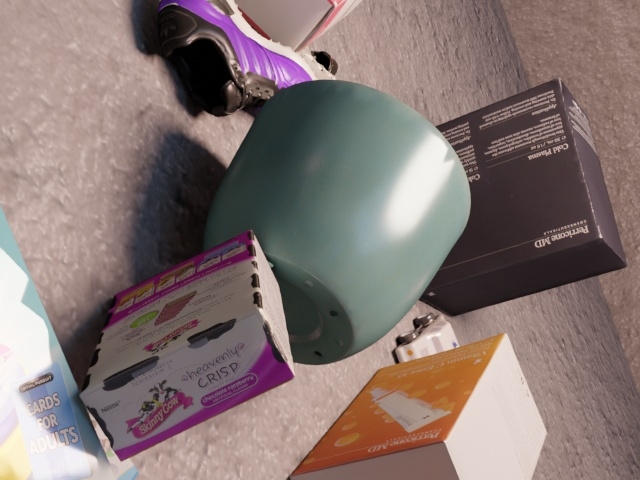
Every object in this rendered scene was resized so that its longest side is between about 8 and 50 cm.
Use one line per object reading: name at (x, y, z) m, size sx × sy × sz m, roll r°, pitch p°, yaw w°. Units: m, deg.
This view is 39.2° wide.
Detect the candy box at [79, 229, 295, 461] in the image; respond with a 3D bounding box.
candy box at (-0.114, 0.082, 0.804) m, size 0.233 × 0.159 × 0.071 m, roll -108°, pitch 172°, yaw -73°

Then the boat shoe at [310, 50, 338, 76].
boat shoe at (0.003, -0.290, 1.495) m, size 0.133 × 0.042 × 0.049 m, roll -21°, pitch 89°, yaw -65°

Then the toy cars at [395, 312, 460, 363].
toy cars at (0.255, 0.226, 1.568) m, size 0.394 × 0.087 × 0.176 m, roll 39°, pitch 40°, yaw -46°

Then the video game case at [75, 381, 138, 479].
video game case at (-0.230, 0.178, 0.772) m, size 0.166 × 0.015 × 0.119 m, roll 61°, pitch 28°, yaw -18°

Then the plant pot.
plant pot at (0.000, 0.000, 1.043) m, size 0.293 × 0.293 × 0.235 m, roll 55°, pitch 45°, yaw -27°

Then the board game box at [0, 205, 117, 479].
board game box at (-0.300, 0.093, 0.608) m, size 0.254 × 0.079 × 0.336 m, roll -28°, pitch 98°, yaw -59°

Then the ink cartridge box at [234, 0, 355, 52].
ink cartridge box at (-0.039, -0.411, 1.345) m, size 0.207 × 0.117 × 0.283 m, roll 43°, pitch 31°, yaw -4°

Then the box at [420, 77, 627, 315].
box at (0.331, -0.067, 1.625) m, size 0.179 × 0.343 × 0.312 m, roll 31°, pitch 47°, yaw -53°

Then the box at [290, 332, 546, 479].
box at (0.145, 0.281, 1.185) m, size 0.168 × 0.215 × 0.345 m, roll 67°, pitch 26°, yaw -6°

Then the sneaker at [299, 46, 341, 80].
sneaker at (0.006, -0.225, 1.367) m, size 0.099 × 0.121 × 0.262 m, roll -7°, pitch 78°, yaw -62°

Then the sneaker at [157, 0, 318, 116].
sneaker at (-0.110, -0.210, 1.180) m, size 0.293 × 0.102 × 0.146 m, roll 36°, pitch 46°, yaw -41°
